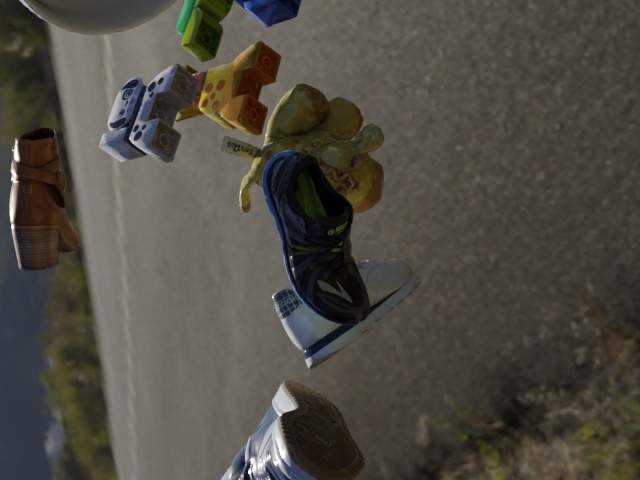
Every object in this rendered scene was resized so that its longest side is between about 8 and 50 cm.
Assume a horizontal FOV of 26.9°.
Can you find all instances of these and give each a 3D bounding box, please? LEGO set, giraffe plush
[{"bbox_3d":[-0.077,-0.127,0.846,0.093,0.087,0.227,-10,55,42],"label":"LEGO set"},{"bbox_3d":[0.009,-0.093,1.664,0.170,0.210,0.181,21,111,44],"label":"giraffe plush"}]

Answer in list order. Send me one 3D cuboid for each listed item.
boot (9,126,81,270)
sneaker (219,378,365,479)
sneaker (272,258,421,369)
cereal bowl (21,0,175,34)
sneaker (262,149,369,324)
[{"bbox_3d":[-0.322,-0.057,1.568,0.197,0.073,0.152,-125,33,-78],"label":"boot"},{"bbox_3d":[-0.039,0.251,1.386,0.153,0.099,0.282,-58,7,5],"label":"sneaker"},{"bbox_3d":[0.034,0.057,1.522,0.090,0.235,0.095,-41,86,33],"label":"sneaker"},{"bbox_3d":[-0.304,-0.452,1.783,0.141,0.339,0.339,37,142,39],"label":"cereal bowl"},{"bbox_3d":[0.000,0.000,1.323,0.078,0.067,0.188,-4,110,60],"label":"sneaker"}]
